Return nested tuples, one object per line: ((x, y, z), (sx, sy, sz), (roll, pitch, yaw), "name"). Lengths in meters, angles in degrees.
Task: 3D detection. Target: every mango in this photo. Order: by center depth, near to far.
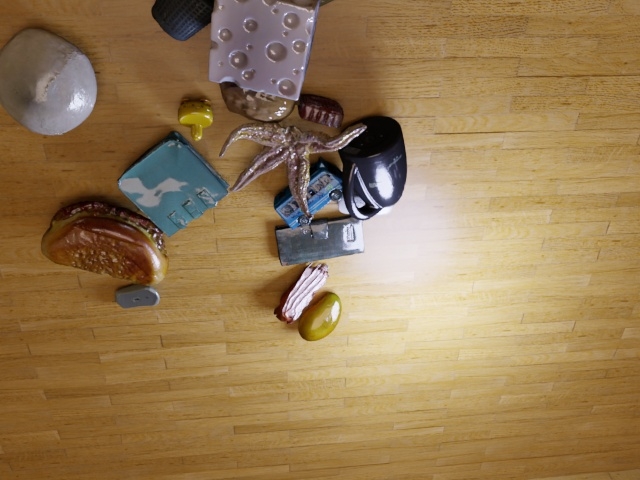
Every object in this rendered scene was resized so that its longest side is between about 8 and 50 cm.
((0.003, 0.304, 2.194), (0.136, 0.099, 0.227), (33, 105, -17), "mango")

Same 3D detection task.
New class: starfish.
((-0.107, -0.243, 1.702), (0.398, 0.132, 0.384), (8, 131, -12), "starfish")

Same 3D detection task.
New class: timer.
((-0.379, -0.369, 1.698), (0.107, 0.109, 0.107), (-3, 165, -1), "timer")

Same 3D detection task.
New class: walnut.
((-0.171, -0.441, 1.637), (0.238, 0.141, 0.204), (-27, 95, 6), "walnut")

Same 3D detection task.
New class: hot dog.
((-0.687, -0.009, 1.840), (0.405, 0.185, 0.223), (16, 121, -17), "hot dog")

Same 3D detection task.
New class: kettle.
((0.163, -0.208, 1.807), (0.268, 0.207, 0.290), (-44, 138, -23), "kettle")

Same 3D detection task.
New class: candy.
((-0.769, -0.433, 1.561), (0.295, 0.185, 0.295), (0, 122, -1), "candy")

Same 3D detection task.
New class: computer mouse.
((-0.675, 0.204, 2.056), (0.181, 0.056, 0.089), (-10, 118, 7), "computer mouse")

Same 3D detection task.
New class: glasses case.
((0.158, -0.128, 1.961), (0.197, 0.049, 0.076), (3, 122, -10), "glasses case")

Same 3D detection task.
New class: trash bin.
((-0.360, -0.631, 1.511), (0.161, 0.175, 0.175), (-36, 121, 27), "trash bin")

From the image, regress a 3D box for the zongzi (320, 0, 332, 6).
((-0.025, -0.669, 1.569), (0.256, 0.115, 0.228), (14, 127, -30), "zongzi")

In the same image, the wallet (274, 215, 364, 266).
((0.000, 0.001, 2.025), (0.317, 0.044, 0.169), (-9, 122, -3), "wallet")

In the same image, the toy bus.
((-0.035, -0.159, 1.878), (0.246, 0.113, 0.134), (-38, 114, 18), "toy bus")

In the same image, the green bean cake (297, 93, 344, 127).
((0.001, -0.400, 1.713), (0.135, 0.136, 0.056), (13, 119, -14), "green bean cake")

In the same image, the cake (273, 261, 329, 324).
((-0.069, 0.202, 2.112), (0.098, 0.135, 0.287), (36, 103, -11), "cake")

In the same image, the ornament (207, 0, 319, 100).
((-0.138, -0.539, 1.431), (0.240, 0.239, 0.240), (12, 129, -3), "ornament")

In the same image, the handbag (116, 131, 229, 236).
((-0.478, -0.183, 1.815), (0.268, 0.100, 0.274), (-37, 121, 11), "handbag")
